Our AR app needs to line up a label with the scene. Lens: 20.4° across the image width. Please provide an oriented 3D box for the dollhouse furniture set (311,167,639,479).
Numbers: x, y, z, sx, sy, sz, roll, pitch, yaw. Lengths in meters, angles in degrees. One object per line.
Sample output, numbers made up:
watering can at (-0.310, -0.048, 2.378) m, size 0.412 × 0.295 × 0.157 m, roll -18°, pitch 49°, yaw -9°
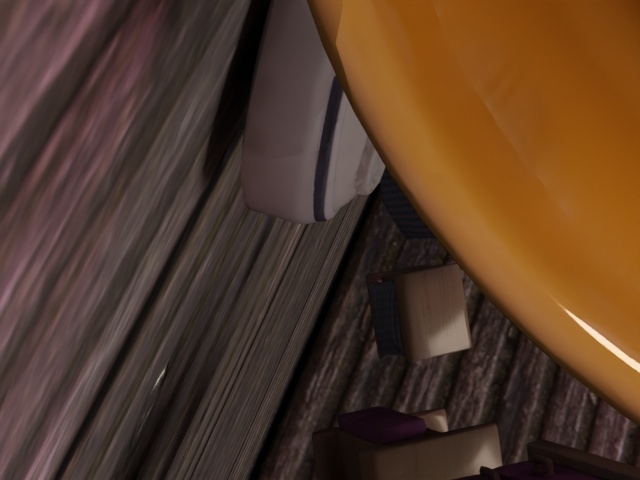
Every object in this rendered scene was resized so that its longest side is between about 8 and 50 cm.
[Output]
dollhouse furniture set at (0.000, 0.000, 0.710) m, size 0.286 × 0.198 × 0.303 m, roll -176°, pitch -103°, yaw -70°

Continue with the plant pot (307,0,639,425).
plant pot at (0.153, -0.106, 0.332) m, size 0.239 × 0.254 × 0.254 m, roll -45°, pitch 161°, yaw -51°

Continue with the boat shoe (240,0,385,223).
boat shoe at (0.054, -0.116, 0.481) m, size 0.096 × 0.088 × 0.268 m, roll -61°, pitch 173°, yaw -73°
